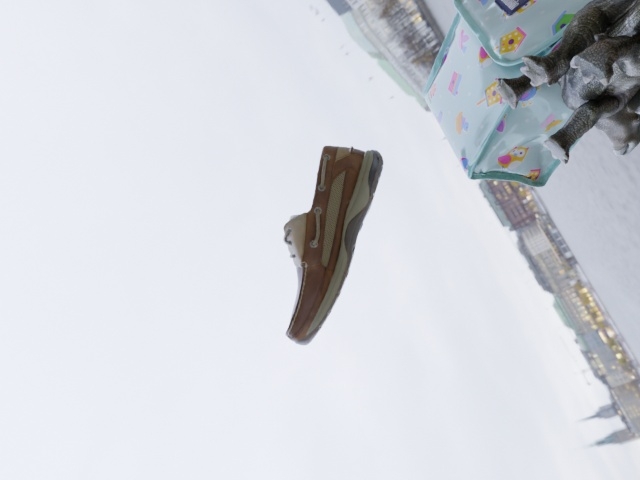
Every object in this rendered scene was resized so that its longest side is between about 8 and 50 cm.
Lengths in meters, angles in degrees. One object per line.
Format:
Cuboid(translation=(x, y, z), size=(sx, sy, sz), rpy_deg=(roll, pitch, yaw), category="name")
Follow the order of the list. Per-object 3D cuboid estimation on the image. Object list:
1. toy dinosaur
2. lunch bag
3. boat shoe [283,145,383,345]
Cuboid(translation=(0.253, -0.164, 0.397), size=(0.121, 0.160, 0.313), rpy_deg=(53, 180, 22), category="toy dinosaur")
Cuboid(translation=(0.257, -0.236, 0.612), size=(0.160, 0.262, 0.223), rpy_deg=(2, -133, -14), category="lunch bag")
Cuboid(translation=(0.000, 0.000, 0.754), size=(0.116, 0.325, 0.123), rpy_deg=(19, 170, 4), category="boat shoe")
